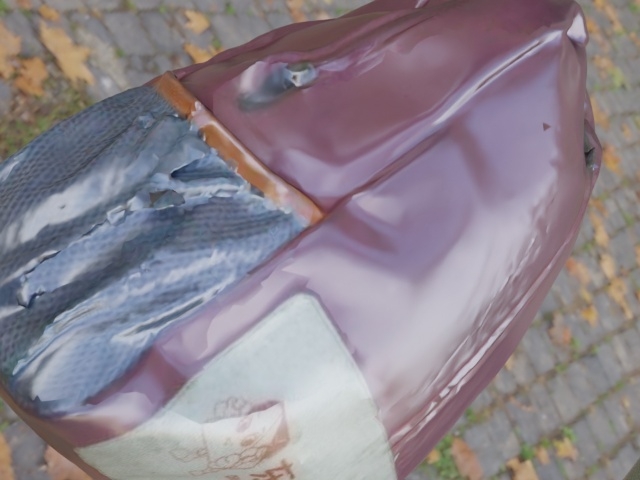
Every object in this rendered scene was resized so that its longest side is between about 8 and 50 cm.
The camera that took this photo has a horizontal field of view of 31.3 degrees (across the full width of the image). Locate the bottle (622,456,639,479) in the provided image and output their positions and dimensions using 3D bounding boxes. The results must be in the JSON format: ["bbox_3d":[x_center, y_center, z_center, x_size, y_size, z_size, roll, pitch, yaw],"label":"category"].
[{"bbox_3d":[0.276,0.359,1.030,0.168,0.168,0.347,47,73,-17],"label":"bottle"}]

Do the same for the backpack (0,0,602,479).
[{"bbox_3d":[0.000,0.000,0.543,0.197,0.317,0.283,40,-17,26],"label":"backpack"}]
